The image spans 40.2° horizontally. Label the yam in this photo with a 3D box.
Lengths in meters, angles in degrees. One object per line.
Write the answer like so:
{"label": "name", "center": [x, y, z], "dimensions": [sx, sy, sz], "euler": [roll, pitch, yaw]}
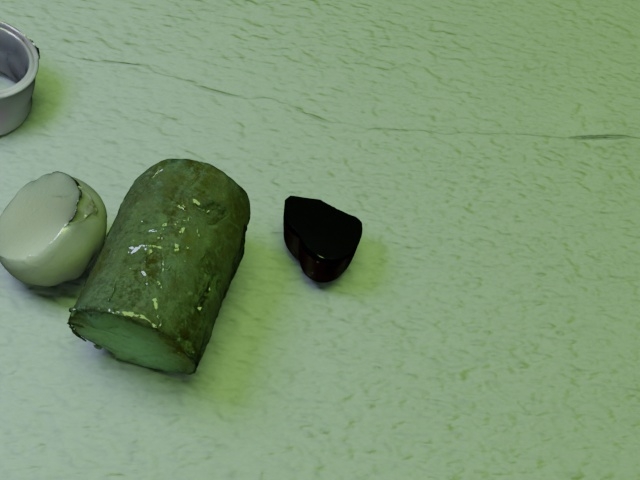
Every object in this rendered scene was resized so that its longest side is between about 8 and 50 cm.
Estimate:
{"label": "yam", "center": [-0.220, 0.036, 1.253], "dimensions": [0.195, 0.195, 0.300], "euler": [17, 53, 1]}

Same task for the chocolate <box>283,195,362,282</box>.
{"label": "chocolate", "center": [0.000, 0.000, 1.395], "dimensions": [0.125, 0.080, 0.148], "euler": [-14, 50, -35]}

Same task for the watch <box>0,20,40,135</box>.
{"label": "watch", "center": [-0.590, -0.279, 1.418], "dimensions": [0.217, 0.211, 0.248], "euler": [45, 49, 11]}

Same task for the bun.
{"label": "bun", "center": [-0.386, -0.005, 1.286], "dimensions": [0.173, 0.120, 0.172], "euler": [-15, 51, 20]}
